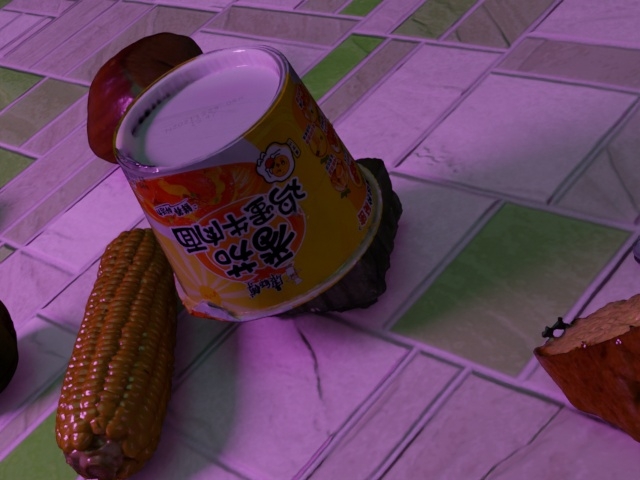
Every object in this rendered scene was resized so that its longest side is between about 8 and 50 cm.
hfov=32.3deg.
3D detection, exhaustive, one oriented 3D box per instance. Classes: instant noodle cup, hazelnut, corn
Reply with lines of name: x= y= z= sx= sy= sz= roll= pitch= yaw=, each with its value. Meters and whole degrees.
instant noodle cup: x=-0.084 y=-0.074 z=1.187 sx=0.264 sy=0.200 sz=0.264 roll=-17 pitch=38 yaw=14
hazelnut: x=-0.255 y=-0.201 z=1.650 sx=0.181 sy=0.180 sz=0.212 roll=18 pitch=48 yaw=7
corn: x=-0.219 y=0.120 z=1.247 sx=0.121 sy=0.120 sz=0.363 roll=-15 pitch=38 yaw=14

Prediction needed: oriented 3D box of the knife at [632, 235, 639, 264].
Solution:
knife: x=0.367 y=0.040 z=1.088 sx=0.044 sy=0.023 sz=0.162 roll=-37 pitch=38 yaw=-9

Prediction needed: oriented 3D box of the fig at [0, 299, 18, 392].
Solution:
fig: x=-0.492 y=0.159 z=1.332 sx=0.259 sy=0.151 sz=0.151 roll=-28 pitch=36 yaw=-6

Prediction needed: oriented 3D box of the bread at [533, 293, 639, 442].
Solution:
bread: x=0.307 y=0.104 z=0.942 sx=0.129 sy=0.134 sz=0.260 roll=-27 pitch=0 yaw=-26

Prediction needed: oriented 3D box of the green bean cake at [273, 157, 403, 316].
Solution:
green bean cake: x=0.000 y=0.000 z=1.290 sx=0.173 sy=0.094 sz=0.181 roll=-10 pitch=41 yaw=22
